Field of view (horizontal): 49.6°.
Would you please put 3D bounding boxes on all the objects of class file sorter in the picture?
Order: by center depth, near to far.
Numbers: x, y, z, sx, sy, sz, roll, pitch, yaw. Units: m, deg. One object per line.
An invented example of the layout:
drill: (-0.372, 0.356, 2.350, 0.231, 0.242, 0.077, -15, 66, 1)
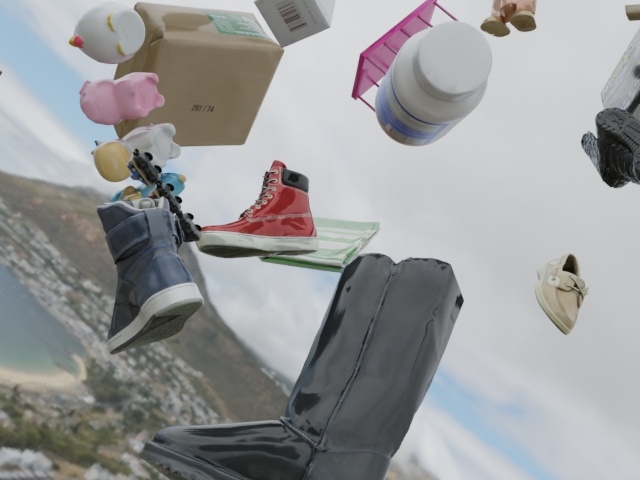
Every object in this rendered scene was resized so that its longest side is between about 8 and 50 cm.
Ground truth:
file sorter: (0.258, -0.476, 1.894, 0.182, 0.291, 0.202, 44, -18, 12)

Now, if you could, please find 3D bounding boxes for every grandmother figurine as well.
grandmother figurine: (0.447, -0.637, 1.548, 0.208, 0.342, 0.104, 1, -13, 28)

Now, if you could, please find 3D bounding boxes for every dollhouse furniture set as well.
dollhouse furniture set: (0.660, -0.488, 1.364, 0.091, 0.081, 0.114, 42, -15, -36)

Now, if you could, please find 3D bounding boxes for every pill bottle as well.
pill bottle: (0.182, -0.254, 1.130, 0.152, 0.152, 0.272, 41, -8, 0)

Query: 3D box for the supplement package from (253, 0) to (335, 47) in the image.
supplement package: (-0.040, -0.459, 1.275, 0.105, 0.179, 0.105, -16, -48, 24)

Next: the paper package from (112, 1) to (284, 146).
paper package: (-0.296, -0.379, 1.617, 0.168, 0.325, 0.309, 55, -47, 29)

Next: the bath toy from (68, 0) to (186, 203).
bath toy: (-0.348, -0.224, 1.189, 0.129, 0.151, 0.348, 4, -64, 30)

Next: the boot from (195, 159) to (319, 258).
boot: (-0.119, -0.060, 1.248, 0.244, 0.176, 0.088, -1, -10, -37)

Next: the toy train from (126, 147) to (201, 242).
toy train: (-0.209, -0.056, 0.917, 0.036, 0.027, 0.158, -14, -52, 19)

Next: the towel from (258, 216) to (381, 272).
towel: (0.000, 0.000, 1.803, 0.248, 0.325, 0.038, 6, -69, 20)

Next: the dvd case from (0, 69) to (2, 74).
dvd case: (-0.455, -0.179, 0.845, 0.087, 0.119, 0.013, 32, 10, -3)

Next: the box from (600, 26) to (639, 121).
box: (0.530, -0.298, 1.052, 0.060, 0.216, 0.270, 24, -57, 3)

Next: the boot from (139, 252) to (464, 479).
boot: (-0.017, 0.200, 1.060, 0.367, 0.445, 0.146, 14, -30, 21)

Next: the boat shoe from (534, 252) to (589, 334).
boat shoe: (0.597, 0.119, 1.694, 0.109, 0.098, 0.302, 48, 27, -8)

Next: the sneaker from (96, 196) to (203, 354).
sneaker: (-0.224, 0.040, 0.844, 0.226, 0.086, 0.163, -39, -109, 48)

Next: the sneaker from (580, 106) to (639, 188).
sneaker: (0.355, -0.089, 0.793, 0.089, 0.051, 0.170, 67, -1, -48)
